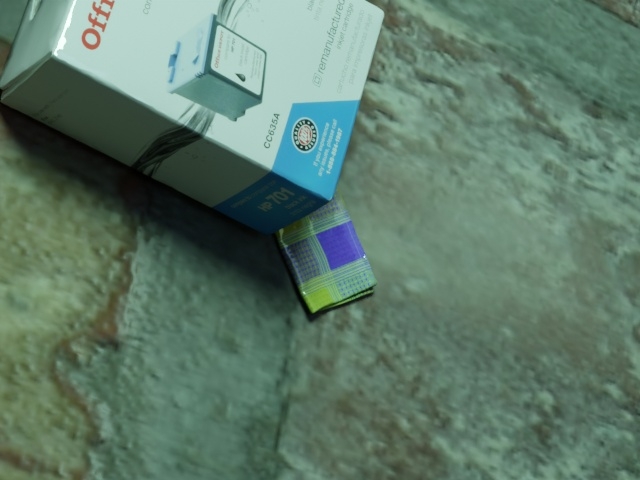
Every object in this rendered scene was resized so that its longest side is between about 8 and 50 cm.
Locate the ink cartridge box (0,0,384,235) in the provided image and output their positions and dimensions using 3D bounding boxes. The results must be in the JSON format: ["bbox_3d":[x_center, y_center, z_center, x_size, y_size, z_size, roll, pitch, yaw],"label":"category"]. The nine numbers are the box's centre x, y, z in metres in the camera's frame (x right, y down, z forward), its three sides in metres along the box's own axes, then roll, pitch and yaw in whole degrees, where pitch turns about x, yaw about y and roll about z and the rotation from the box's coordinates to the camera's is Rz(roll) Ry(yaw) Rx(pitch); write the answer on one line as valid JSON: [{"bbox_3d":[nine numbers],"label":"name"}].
[{"bbox_3d":[-0.073,-0.110,1.171,0.190,0.082,0.140,27,63,-24],"label":"ink cartridge box"}]

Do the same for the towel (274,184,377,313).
[{"bbox_3d":[0.000,0.000,1.238,0.060,0.009,0.083,-19,87,-38],"label":"towel"}]
